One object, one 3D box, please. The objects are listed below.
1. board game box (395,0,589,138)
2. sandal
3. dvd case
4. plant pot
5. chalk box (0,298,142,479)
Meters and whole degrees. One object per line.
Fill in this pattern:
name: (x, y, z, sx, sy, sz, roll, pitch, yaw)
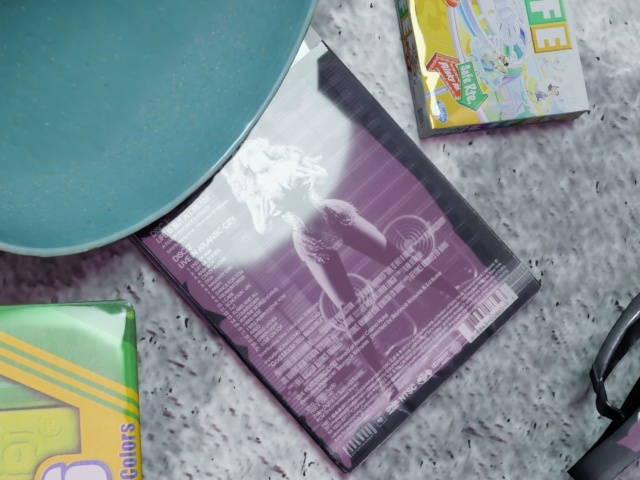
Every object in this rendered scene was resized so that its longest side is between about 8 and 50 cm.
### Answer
board game box: (0.099, -0.145, 0.908, 0.103, 0.026, 0.154, -8, 83, -14)
sandal: (0.209, 0.043, 0.873, 0.054, 0.097, 0.254, 34, 65, 7)
dvd case: (0.000, 0.000, 0.867, 0.164, 0.018, 0.221, -42, 92, -14)
plant pot: (-0.158, -0.164, 0.752, 0.195, 0.290, 0.290, 30, 73, 30)
chalk box: (-0.235, 0.131, 0.712, 0.289, 0.179, 0.180, -3, 81, -13)
